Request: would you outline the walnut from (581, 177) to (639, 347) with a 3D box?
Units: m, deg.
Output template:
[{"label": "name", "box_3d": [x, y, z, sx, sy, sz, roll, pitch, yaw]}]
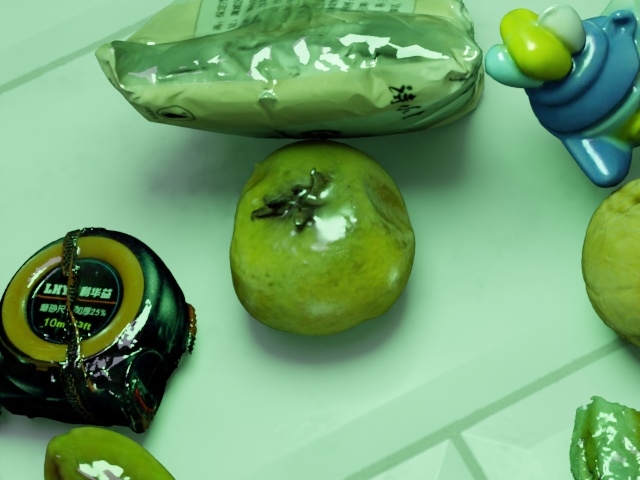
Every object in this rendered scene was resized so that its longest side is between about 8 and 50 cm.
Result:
[{"label": "walnut", "box_3d": [0.368, 0.024, 1.612, 0.195, 0.222, 0.195, -1, 98, -11]}]

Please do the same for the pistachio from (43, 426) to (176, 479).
[{"label": "pistachio", "box_3d": [-0.200, 0.264, 1.624, 0.189, 0.100, 0.110, 36, 51, 19]}]

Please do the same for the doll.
[{"label": "doll", "box_3d": [0.338, -0.202, 1.655, 0.366, 0.376, 0.187, -27, 36, -5]}]

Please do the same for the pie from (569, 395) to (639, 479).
[{"label": "pie", "box_3d": [0.395, 0.233, 1.552, 0.302, 0.067, 0.302, 3, 50, -4]}]

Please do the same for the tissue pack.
[{"label": "tissue pack", "box_3d": [-0.002, -0.204, 1.722, 0.390, 0.375, 0.195, 0, 98, 13]}]

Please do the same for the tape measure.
[{"label": "tape measure", "box_3d": [-0.244, 0.097, 1.708, 0.202, 0.135, 0.223, 2, 58, 21]}]

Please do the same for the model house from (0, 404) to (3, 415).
[{"label": "model house", "box_3d": [-0.434, 0.135, 1.709, 0.183, 0.166, 0.172, 10, 46, 30]}]

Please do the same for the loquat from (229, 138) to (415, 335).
[{"label": "loquat", "box_3d": [0.003, -0.004, 1.687, 0.213, 0.213, 0.213, -3, 60, 6]}]
